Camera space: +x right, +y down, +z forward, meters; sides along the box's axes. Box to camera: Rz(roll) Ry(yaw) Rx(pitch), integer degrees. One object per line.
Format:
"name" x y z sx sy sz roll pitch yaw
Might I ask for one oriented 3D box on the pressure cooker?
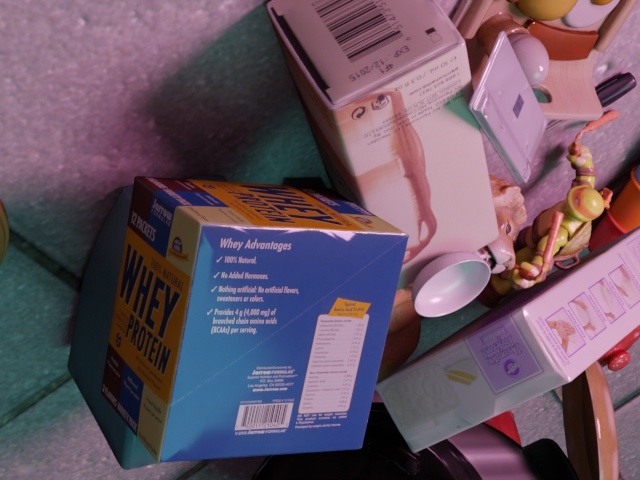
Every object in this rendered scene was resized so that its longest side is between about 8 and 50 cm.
"pressure cooker" 0.123 0.408 1.584 0.420 0.370 0.375 17 83 -60

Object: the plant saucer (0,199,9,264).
"plant saucer" -0.364 0.018 1.040 0.200 0.037 0.200 -21 145 -15

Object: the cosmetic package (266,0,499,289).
"cosmetic package" 0.065 -0.103 1.117 0.129 0.153 0.296 -28 144 -3

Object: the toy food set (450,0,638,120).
"toy food set" 0.265 -0.243 1.145 0.220 0.092 0.306 -2 136 -35

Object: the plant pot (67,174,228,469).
"plant pot" -0.136 0.065 1.169 0.166 0.165 0.234 -10 128 -28

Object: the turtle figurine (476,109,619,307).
"turtle figurine" 0.265 -0.015 1.380 0.217 0.087 0.269 -46 -168 54

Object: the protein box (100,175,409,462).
"protein box" -0.059 0.064 1.030 0.200 0.136 0.201 2 107 -32

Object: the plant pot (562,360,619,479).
"plant pot" 0.352 0.249 1.572 0.032 0.236 0.236 -4 143 2

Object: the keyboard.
"keyboard" 0.177 -0.115 1.112 0.072 0.014 0.256 -72 159 -6

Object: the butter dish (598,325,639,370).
"butter dish" 0.386 0.129 1.680 0.160 0.118 0.160 -46 143 19

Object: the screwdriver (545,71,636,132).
"screwdriver" 0.276 -0.140 1.354 0.170 0.025 0.024 -27 147 9

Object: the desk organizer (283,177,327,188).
"desk organizer" 0.000 0.000 1.213 0.047 0.130 0.050 -3 139 -35

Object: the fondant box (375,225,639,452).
"fondant box" 0.251 0.108 1.413 0.238 0.096 0.330 -34 175 41

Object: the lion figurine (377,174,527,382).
"lion figurine" 0.076 0.069 1.382 0.240 0.142 0.392 -22 160 -26

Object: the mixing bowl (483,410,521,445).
"mixing bowl" 0.245 0.352 1.869 0.181 0.098 0.181 -21 145 -15

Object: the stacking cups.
"stacking cups" 0.437 -0.084 1.471 0.096 0.096 0.316 -6 138 -32

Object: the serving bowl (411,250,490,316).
"serving bowl" 0.123 0.038 1.181 0.083 0.027 0.083 -20 145 -15
